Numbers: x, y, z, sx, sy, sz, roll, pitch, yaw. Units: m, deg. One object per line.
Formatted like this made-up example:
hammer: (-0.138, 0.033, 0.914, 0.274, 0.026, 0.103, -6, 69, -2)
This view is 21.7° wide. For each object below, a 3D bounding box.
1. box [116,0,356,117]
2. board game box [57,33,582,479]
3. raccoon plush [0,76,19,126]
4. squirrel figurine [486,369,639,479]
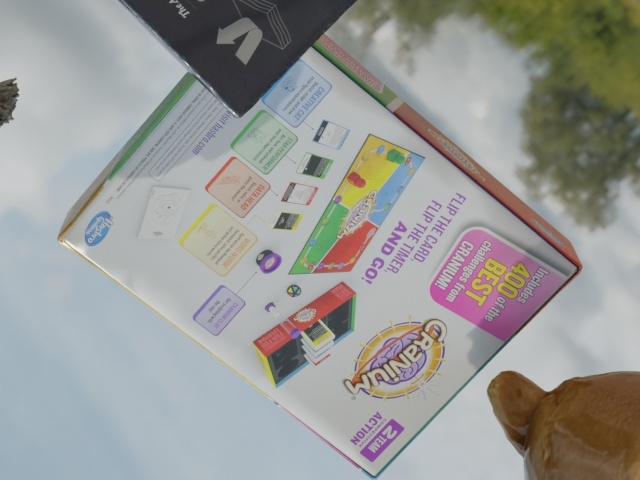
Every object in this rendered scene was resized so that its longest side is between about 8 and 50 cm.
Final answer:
box: (-0.049, -0.181, 0.964, 0.156, 0.158, 0.093, 45, -177, -10)
board game box: (0.000, 0.000, 1.268, 0.316, 0.242, 0.064, 39, -165, -14)
raccoon plush: (-0.313, 0.036, 1.268, 0.299, 0.216, 0.446, 8, -121, -64)
squirrel figurine: (0.174, 0.289, 1.217, 0.281, 0.370, 0.397, 26, -151, 37)
